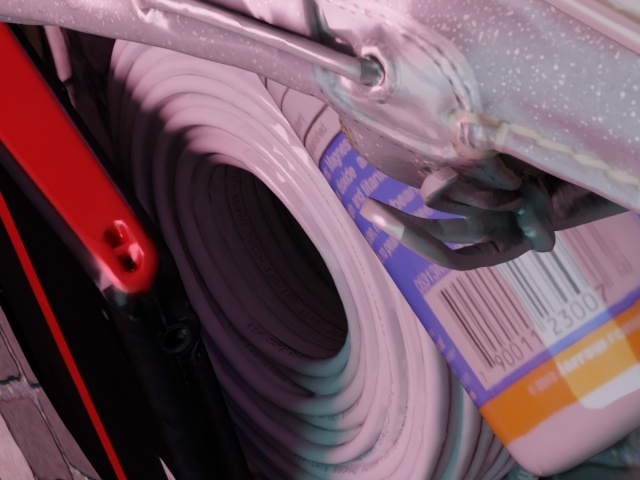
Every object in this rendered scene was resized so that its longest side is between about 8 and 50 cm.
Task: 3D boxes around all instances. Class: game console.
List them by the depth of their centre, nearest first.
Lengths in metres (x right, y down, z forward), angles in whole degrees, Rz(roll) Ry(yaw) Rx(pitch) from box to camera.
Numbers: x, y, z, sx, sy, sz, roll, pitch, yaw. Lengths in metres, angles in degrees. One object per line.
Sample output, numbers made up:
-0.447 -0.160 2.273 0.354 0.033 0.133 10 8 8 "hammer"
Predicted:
-0.107 0.047 0.920 0.342 0.060 0.386 46 160 42 "game console"

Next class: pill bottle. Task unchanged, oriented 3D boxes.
0.055 -0.076 0.569 0.272 0.152 0.152 57 151 9 "pill bottle"

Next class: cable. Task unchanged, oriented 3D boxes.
0.000 0.000 0.784 0.257 0.089 0.257 44 147 28 "cable"

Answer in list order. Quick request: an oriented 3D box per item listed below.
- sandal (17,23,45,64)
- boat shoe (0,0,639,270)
-0.230 -0.160 1.012 0.120 0.086 0.303 32 140 42 "sandal"
0.007 -0.056 0.440 0.320 0.118 0.103 27 109 31 "boat shoe"
